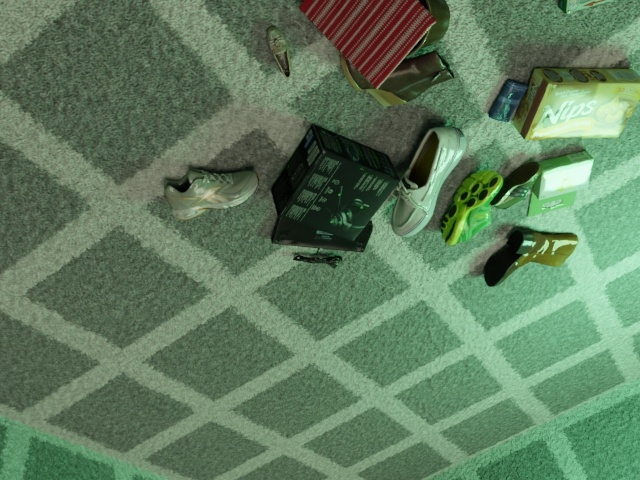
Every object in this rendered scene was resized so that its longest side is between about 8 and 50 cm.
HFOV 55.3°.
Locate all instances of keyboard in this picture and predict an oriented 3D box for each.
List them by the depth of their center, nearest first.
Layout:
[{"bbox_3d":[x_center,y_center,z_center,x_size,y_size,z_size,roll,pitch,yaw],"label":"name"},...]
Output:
[{"bbox_3d":[0.000,0.000,1.919,0.317,0.033,0.202,7,124,-20],"label":"keyboard"}]

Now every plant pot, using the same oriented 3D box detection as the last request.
[{"bbox_3d":[0.203,-0.499,1.377,0.165,0.167,0.167,-29,156,-52],"label":"plant pot"}]

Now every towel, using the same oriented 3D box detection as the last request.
[{"bbox_3d":[0.095,-0.495,1.326,0.199,0.275,0.031,-46,170,32],"label":"towel"},{"bbox_3d":[0.520,-0.386,1.696,0.067,0.029,0.119,7,131,-21],"label":"towel"}]

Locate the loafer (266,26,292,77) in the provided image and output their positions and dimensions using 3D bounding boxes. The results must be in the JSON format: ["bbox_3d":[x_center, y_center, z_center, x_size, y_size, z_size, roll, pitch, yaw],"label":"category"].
[{"bbox_3d":[-0.093,-0.445,1.454,0.045,0.039,0.125,-19,135,3],"label":"loafer"}]

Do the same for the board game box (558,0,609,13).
[{"bbox_3d":[0.733,-0.690,1.452,0.317,0.046,0.214,-17,136,0],"label":"board game box"}]

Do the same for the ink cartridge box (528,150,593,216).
[{"bbox_3d":[0.767,-0.166,1.964,0.171,0.056,0.235,-14,133,-3],"label":"ink cartridge box"}]

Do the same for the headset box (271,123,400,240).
[{"bbox_3d":[0.047,-0.152,1.713,0.283,0.131,0.246,17,126,-29],"label":"headset box"}]

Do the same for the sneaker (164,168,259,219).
[{"bbox_3d":[-0.297,-0.147,1.648,0.262,0.099,0.121,-20,131,1],"label":"sneaker"}]

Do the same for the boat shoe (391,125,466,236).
[{"bbox_3d":[0.267,-0.161,1.741,0.156,0.136,0.367,-3,133,-39],"label":"boat shoe"}]

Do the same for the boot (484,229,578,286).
[{"bbox_3d":[0.747,0.068,2.184,0.280,0.096,0.264,4,125,-29],"label":"boot"}]

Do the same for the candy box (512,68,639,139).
[{"bbox_3d":[0.724,-0.382,1.715,0.316,0.088,0.183,-3,135,-14],"label":"candy box"}]

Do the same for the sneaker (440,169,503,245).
[{"bbox_3d":[0.484,-0.106,1.917,0.123,0.109,0.296,-3,140,-29],"label":"sneaker"}]

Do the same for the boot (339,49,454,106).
[{"bbox_3d":[0.187,-0.423,1.486,0.206,0.090,0.248,-18,154,32],"label":"boot"}]

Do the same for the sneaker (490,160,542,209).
[{"bbox_3d":[0.623,-0.166,1.919,0.086,0.064,0.192,23,125,-40],"label":"sneaker"}]
